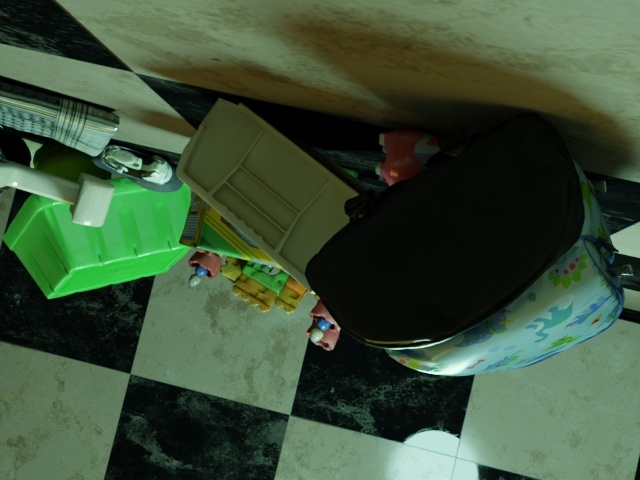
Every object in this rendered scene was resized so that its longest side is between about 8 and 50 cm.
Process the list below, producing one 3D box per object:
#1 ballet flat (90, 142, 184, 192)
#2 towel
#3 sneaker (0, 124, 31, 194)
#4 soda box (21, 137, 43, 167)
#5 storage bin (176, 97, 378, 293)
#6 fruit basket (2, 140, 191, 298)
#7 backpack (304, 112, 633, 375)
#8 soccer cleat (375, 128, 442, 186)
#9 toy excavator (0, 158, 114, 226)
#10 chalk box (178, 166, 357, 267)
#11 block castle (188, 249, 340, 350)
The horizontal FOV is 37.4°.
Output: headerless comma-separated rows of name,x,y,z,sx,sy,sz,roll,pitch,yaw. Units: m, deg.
ballet flat,-0.360,-0.147,1.895,0.203,0.074,0.074,20,174,-26
towel,-0.500,-0.210,1.548,0.312,0.056,0.324,15,177,-19
sneaker,-0.713,-0.077,1.878,0.257,0.447,0.169,9,-143,-7
soda box,-0.687,-0.203,2.256,0.058,0.061,0.181,11,176,40
storage bin,-0.015,-0.042,1.208,0.260,0.123,0.262,39,-172,25
fruit basket,-0.488,-0.088,2.012,0.392,0.392,0.283,16,148,-28
backpack,0.195,0.026,1.044,0.273,0.290,0.355,57,-164,6
soccer cleat,0.129,-0.076,1.140,0.095,0.083,0.248,8,172,14
toy excavator,-0.604,-0.130,1.587,0.433,0.222,0.445,19,-173,4
chalk box,-0.057,-0.041,1.521,0.289,0.179,0.180,15,176,-16
block castle,-0.129,0.102,2.421,0.453,0.213,0.303,31,162,6
